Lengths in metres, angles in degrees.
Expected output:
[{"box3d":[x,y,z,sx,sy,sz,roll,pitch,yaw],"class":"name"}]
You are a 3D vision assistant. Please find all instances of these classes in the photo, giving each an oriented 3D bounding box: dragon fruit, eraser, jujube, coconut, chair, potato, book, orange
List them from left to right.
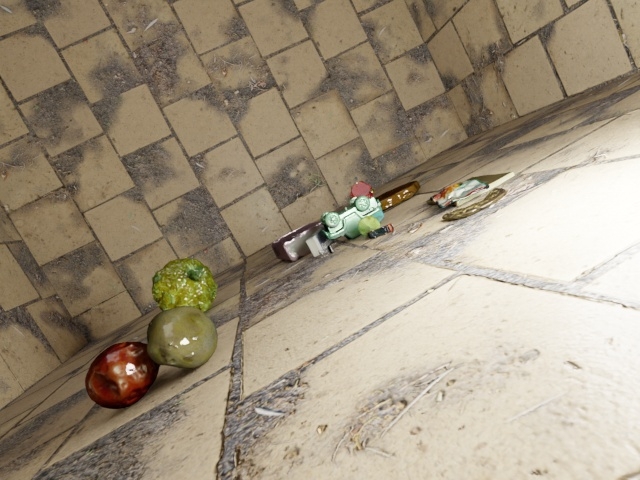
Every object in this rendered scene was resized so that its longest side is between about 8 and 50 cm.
[{"box3d":[-0.503,0.345,1.062,0.168,0.168,0.236,-28,-5,2],"class":"jujube"},{"box3d":[-0.366,0.257,1.059,0.178,0.160,0.235,-4,4,-3],"class":"potato"},{"box3d":[-0.630,0.212,1.858,0.301,0.300,0.223,-5,-29,-45],"class":"orange"},{"box3d":[-0.102,0.002,2.149,0.272,0.122,0.359,-28,8,-16],"class":"eraser"},{"box3d":[0.000,0.000,1.864,0.046,0.092,0.212,-24,8,23],"class":"eraser"},{"box3d":[0.036,0.040,1.672,0.086,0.037,0.042,-26,-5,-13],"class":"chair"},{"box3d":[0.223,-0.239,2.106,0.133,0.150,0.208,5,9,14],"class":"dragon fruit"},{"box3d":[0.192,-0.057,1.593,0.088,0.088,0.096,-28,2,1],"class":"coconut"},{"box3d":[0.532,-0.185,1.464,0.217,0.021,0.310,-27,7,0],"class":"book"}]

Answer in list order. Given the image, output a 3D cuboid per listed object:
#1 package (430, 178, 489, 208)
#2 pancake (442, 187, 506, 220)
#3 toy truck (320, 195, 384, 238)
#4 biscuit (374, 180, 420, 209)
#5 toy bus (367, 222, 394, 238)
[{"box3d":[0.460,-0.165,1.356,0.166,0.040,0.232,-26,8,12],"class":"package"},{"box3d":[0.455,-0.105,1.192,0.190,0.020,0.184,-21,10,37],"class":"pancake"},{"box3d":[0.134,-0.095,1.774,0.279,0.156,0.155,-29,7,-6],"class":"toy truck"},{"box3d":[0.349,-0.211,2.149,0.381,0.074,0.359,-33,7,-17],"class":"biscuit"},{"box3d":[0.227,-0.035,1.508,0.110,0.031,0.043,-21,3,45],"class":"toy bus"}]
